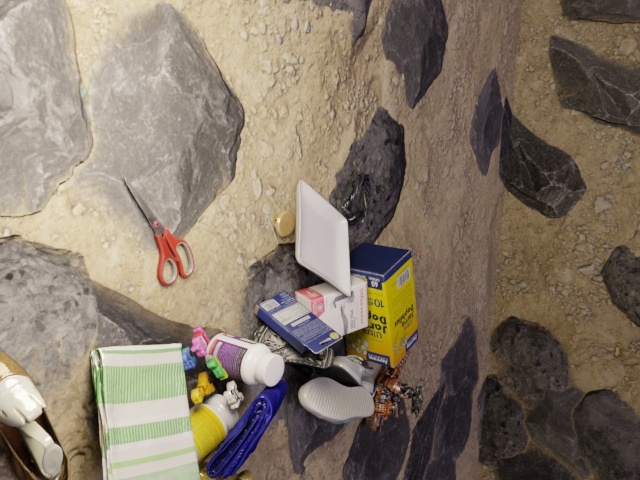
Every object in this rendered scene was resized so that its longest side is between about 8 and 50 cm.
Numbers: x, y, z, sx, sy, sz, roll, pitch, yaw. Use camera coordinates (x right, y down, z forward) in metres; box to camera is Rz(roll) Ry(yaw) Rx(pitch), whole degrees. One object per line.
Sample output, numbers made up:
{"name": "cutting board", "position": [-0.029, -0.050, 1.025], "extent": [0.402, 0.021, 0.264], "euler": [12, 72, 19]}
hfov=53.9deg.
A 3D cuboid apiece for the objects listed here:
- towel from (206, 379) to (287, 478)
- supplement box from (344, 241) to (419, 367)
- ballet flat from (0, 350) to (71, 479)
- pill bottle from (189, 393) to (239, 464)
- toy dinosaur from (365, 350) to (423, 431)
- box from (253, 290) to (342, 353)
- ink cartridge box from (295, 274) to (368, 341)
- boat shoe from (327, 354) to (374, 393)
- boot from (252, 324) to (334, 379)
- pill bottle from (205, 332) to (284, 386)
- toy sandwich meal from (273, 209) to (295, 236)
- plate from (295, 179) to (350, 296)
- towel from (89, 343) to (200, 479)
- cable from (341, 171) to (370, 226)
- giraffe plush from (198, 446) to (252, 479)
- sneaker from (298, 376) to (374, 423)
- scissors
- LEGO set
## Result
{"name": "towel", "position": [-0.166, 0.468, 1.579], "extent": [0.228, 0.076, 0.308], "euler": [-53, 175, 0]}
{"name": "supplement box", "position": [0.195, 0.215, 2.131], "extent": [0.195, 0.194, 0.357], "euler": [-36, 126, -45]}
{"name": "ballet flat", "position": [-0.546, 0.342, 1.163], "extent": [0.116, 0.124, 0.343], "euler": [-39, 128, -44]}
{"name": "pill bottle", "position": [-0.305, 0.477, 1.545], "extent": [0.208, 0.119, 0.119], "euler": [-35, 125, -46]}
{"name": "toy dinosaur", "position": [0.283, 0.576, 2.400], "extent": [0.218, 0.164, 0.322], "euler": [37, 88, -35]}
{"name": "box", "position": [-0.062, 0.235, 1.753], "extent": [0.136, 0.225, 0.037], "euler": [-20, 139, -52]}
{"name": "ink cartridge box", "position": [0.038, 0.213, 1.946], "extent": [0.217, 0.092, 0.159], "euler": [-15, 111, -34]}
{"name": "boat shoe", "position": [0.110, 0.442, 2.144], "extent": [0.320, 0.118, 0.103], "euler": [46, 55, -54]}
{"name": "boot", "position": [-0.081, 0.332, 1.832], "extent": [0.207, 0.246, 0.094], "euler": [106, 0, -69]}
{"name": "pill bottle", "position": [-0.191, 0.307, 1.602], "extent": [0.108, 0.193, 0.108], "euler": [-18, 112, -52]}
{"name": "toy sandwich meal", "position": [-0.103, -0.051, 1.790], "extent": [0.085, 0.029, 0.086], "euler": [-17, 111, -49]}
{"name": "plate", "position": [0.000, 0.000, 1.858], "extent": [0.278, 0.045, 0.277], "euler": [38, 43, -47]}
{"name": "towel", "position": [-0.376, 0.390, 1.376], "extent": [0.247, 0.038, 0.325], "euler": [8, 66, -53]}
{"name": "cable", "position": [0.131, -0.138, 2.087], "extent": [0.185, 0.047, 0.150], "euler": [-63, 142, -24]}
{"name": "giraffe plush", "position": [-0.264, 0.616, 1.591], "extent": [0.181, 0.170, 0.210], "euler": [-56, 139, -30]}
{"name": "sneaker", "position": [0.023, 0.530, 2.002], "extent": [0.366, 0.150, 0.135], "euler": [29, 41, -48]}
{"name": "scissors", "position": [-0.362, -0.029, 1.435], "extent": [0.109, 0.021, 0.297], "euler": [-40, 127, -41]}
{"name": "LEGO set", "position": [-0.281, 0.335, 1.522], "extent": [0.227, 0.087, 0.093], "euler": [62, 14, -19]}
